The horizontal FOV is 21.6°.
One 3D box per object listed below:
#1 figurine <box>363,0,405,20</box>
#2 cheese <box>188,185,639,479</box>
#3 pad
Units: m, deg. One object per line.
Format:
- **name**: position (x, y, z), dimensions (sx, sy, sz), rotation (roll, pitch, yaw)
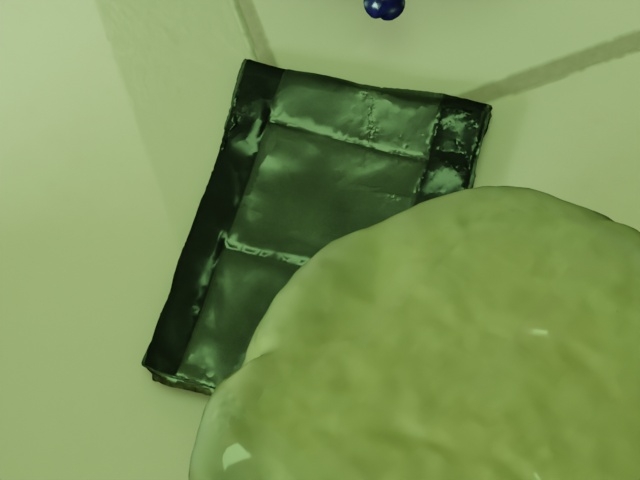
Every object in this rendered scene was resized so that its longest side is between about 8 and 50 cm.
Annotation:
- **figurine**: position (0.021, -0.335, 1.098), dimensions (0.261, 0.186, 0.382), rotation (-10, 61, -11)
- **cheese**: position (0.095, 0.117, 0.893), dimensions (0.326, 0.115, 0.318), rotation (-11, 54, -3)
- **pad**: position (0.000, 0.000, 1.049), dimensions (0.174, 0.022, 0.233), rotation (11, 68, 10)
